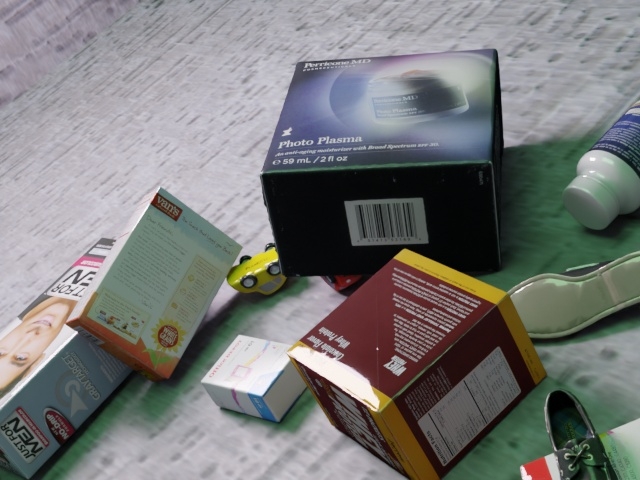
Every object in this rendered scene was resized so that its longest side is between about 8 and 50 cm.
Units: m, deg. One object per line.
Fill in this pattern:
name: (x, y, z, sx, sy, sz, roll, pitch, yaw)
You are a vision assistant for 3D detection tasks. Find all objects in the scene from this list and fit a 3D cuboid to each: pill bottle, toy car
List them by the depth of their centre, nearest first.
pill bottle: (0.380, -0.093, 1.368, 0.169, 0.094, 0.094, -43, 33, -21)
toy car: (0.000, 0.000, 1.600, 0.239, 0.053, 0.225, -5, 38, 35)

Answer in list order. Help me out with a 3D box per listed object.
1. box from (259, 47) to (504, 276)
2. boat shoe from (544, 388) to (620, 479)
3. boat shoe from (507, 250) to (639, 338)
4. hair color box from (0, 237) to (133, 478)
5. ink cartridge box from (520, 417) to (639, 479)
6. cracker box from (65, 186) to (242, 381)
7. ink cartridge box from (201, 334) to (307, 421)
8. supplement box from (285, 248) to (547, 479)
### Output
box: (0.096, -0.112, 1.489, 0.296, 0.183, 0.294, -2, 37, 12)
boat shoe: (0.213, 0.179, 0.902, 0.049, 0.040, 0.142, -25, 31, 9)
boat shoe: (0.306, 0.064, 1.260, 0.206, 0.075, 0.065, -21, -11, 26)
hair color box: (-0.373, 0.160, 1.616, 0.185, 0.114, 0.374, 5, 44, 47)
ink cartridge box: (0.265, 0.236, 0.947, 0.231, 0.134, 0.078, -24, 32, 10)
cracker box: (-0.233, 0.062, 1.559, 0.067, 0.155, 0.232, -20, 37, 58)
ink cartridge box: (-0.081, 0.176, 1.412, 0.122, 0.052, 0.088, 4, 45, 45)
supplement box: (0.105, 0.138, 1.232, 0.194, 0.129, 0.191, -40, 32, -17)
